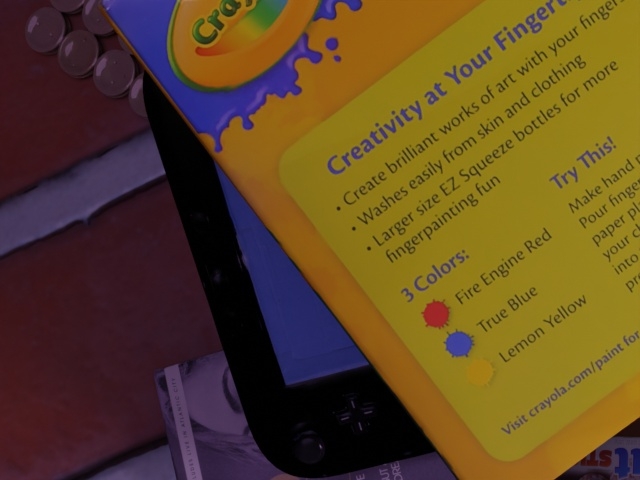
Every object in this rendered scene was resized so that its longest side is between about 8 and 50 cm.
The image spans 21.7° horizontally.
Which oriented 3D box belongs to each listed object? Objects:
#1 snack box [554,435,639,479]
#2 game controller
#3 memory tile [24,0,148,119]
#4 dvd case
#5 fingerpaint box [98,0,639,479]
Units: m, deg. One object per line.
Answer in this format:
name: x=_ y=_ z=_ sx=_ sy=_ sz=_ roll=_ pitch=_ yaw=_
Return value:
snack box: x=0.205 y=0.156 z=1.050 sx=0.178 sy=0.022 sz=0.064 roll=-7 pitch=78 yaw=52
game controller: x=0.000 y=0.000 z=1.098 sx=0.166 sy=0.067 sz=0.319 roll=-13 pitch=104 yaw=18
memory tile: x=-0.152 y=-0.167 z=1.286 sx=0.148 sy=0.012 sz=0.113 roll=32 pitch=94 yaw=21
dvd case: x=-0.003 y=0.143 z=1.181 sx=0.221 sy=0.018 sz=0.164 roll=-18 pitch=77 yaw=18
fingerpaint box: x=0.160 y=-0.125 z=0.972 sx=0.445 sy=0.163 sz=0.371 roll=-37 pitch=99 yaw=2
